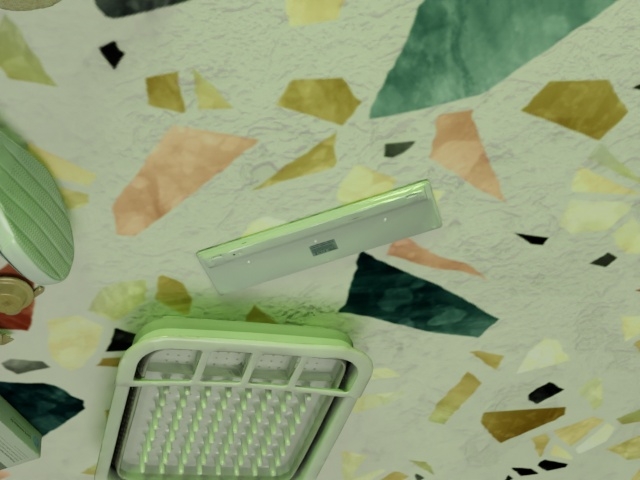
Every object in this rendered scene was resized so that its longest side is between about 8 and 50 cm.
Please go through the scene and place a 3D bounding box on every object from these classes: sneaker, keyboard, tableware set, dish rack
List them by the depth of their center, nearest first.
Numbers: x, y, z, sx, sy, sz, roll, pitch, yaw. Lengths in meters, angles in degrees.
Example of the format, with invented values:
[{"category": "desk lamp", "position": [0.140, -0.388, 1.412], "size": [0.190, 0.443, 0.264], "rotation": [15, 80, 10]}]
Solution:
[{"category": "sneaker", "position": [-0.315, -0.053, 0.895], "size": [0.091, 0.094, 0.258], "rotation": [-7, 135, 23]}, {"category": "tableware set", "position": [-0.381, 0.063, 1.039], "size": [0.141, 0.020, 0.169], "rotation": [-36, 133, 25]}, {"category": "keyboard", "position": [0.000, 0.000, 1.060], "size": [0.256, 0.014, 0.072], "rotation": [-17, 142, 7]}, {"category": "dish rack", "position": [-0.114, 0.200, 1.200], "size": [0.285, 0.072, 0.333], "rotation": [5, 134, -18]}]

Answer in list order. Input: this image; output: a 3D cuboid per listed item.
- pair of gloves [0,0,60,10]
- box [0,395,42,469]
[{"category": "pair of gloves", "position": [-0.188, -0.264, 0.677], "size": [0.204, 0.042, 0.240], "rotation": [-22, 150, -29]}, {"category": "box", "position": [-0.453, 0.238, 1.194], "size": [0.186, 0.038, 0.145], "rotation": [-17, 136, 8]}]
